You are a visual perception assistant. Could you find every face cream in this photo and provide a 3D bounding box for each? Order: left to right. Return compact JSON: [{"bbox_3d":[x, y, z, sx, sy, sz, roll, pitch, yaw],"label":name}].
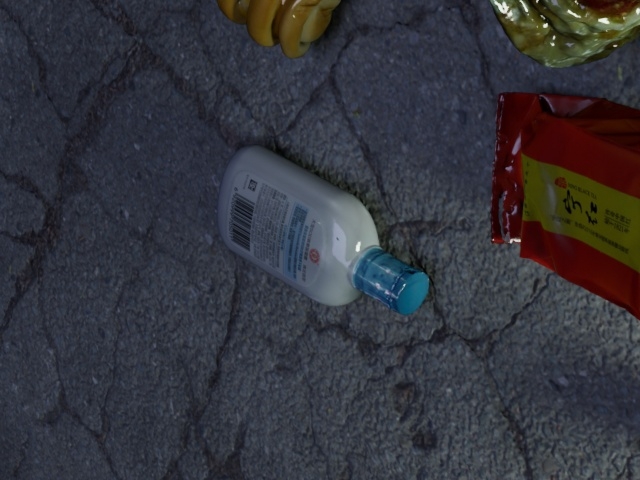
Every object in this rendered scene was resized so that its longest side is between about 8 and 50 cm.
[{"bbox_3d":[0.000,0.000,2.084,0.337,0.080,0.163,29,121,36],"label":"face cream"}]

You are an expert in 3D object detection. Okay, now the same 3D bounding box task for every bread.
[{"bbox_3d":[-0.099,-0.376,2.036,0.311,0.121,0.172,48,133,25],"label":"bread"}]

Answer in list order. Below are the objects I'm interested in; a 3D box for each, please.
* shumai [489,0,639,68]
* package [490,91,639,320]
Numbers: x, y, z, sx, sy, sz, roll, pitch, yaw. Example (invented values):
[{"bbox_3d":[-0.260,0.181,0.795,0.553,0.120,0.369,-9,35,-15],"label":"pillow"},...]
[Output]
[{"bbox_3d":[0.316,-0.320,1.539,0.289,0.292,0.330,-5,131,29],"label":"shumai"},{"bbox_3d":[0.327,-0.032,1.655,0.423,0.123,0.195,29,122,59],"label":"package"}]
